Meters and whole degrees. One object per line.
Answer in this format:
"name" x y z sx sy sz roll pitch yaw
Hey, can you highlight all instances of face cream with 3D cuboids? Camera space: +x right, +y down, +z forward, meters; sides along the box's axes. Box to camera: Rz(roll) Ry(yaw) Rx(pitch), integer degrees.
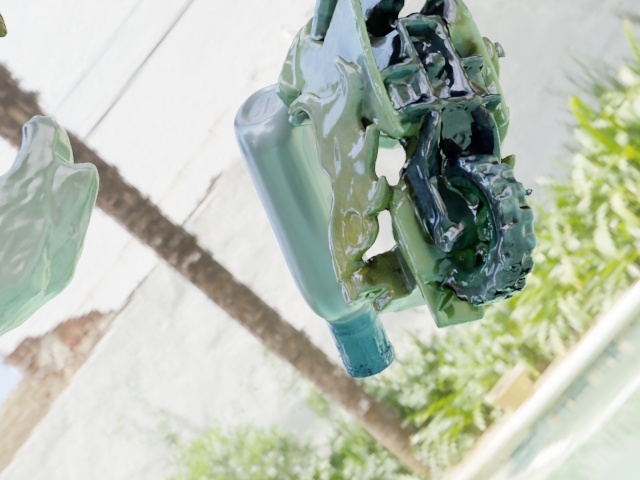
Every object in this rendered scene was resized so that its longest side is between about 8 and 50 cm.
"face cream" 0.000 0.000 1.258 0.080 0.337 0.163 -18 22 11

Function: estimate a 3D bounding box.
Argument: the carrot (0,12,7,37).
"carrot" -0.333 -0.232 1.038 0.035 0.142 0.035 -48 -14 -17

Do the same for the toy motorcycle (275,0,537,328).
"toy motorcycle" 0.068 -0.107 1.047 0.168 0.410 0.237 -9 -26 -24

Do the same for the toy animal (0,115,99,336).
"toy animal" -0.371 0.013 1.116 0.308 0.266 0.188 -57 -10 -27
